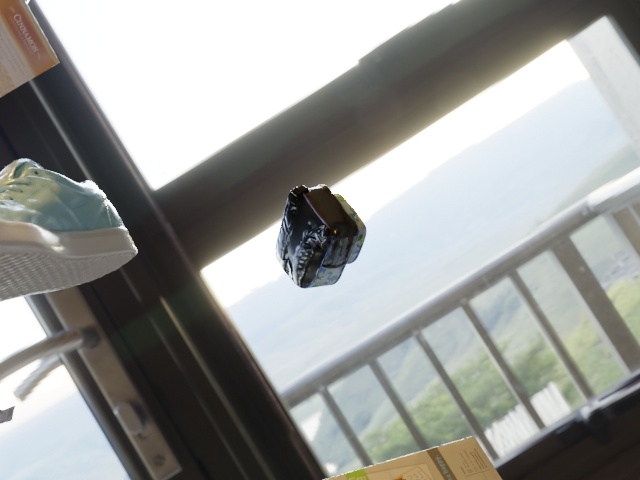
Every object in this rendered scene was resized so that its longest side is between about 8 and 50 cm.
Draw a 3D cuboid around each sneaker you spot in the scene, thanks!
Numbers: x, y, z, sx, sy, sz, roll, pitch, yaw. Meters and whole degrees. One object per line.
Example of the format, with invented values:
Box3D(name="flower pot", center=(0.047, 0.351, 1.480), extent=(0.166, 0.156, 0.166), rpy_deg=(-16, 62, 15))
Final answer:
Box3D(name="sneaker", center=(-0.357, -0.019, 1.015), extent=(0.135, 0.150, 0.366), rpy_deg=(-32, -9, 12))

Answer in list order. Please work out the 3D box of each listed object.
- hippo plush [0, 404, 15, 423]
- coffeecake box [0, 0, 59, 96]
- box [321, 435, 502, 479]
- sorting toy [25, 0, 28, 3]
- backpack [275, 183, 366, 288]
Box3D(name="hippo plush", center=(-0.447, 0.087, 0.838), extent=(0.294, 0.237, 0.234), rpy_deg=(-7, -5, -43))
Box3D(name="coffeecake box", center=(-0.360, -0.184, 0.810), extent=(0.185, 0.068, 0.142), rpy_deg=(-35, -47, -15))
Box3D(name="box", center=(0.096, 0.267, 0.814), extent=(0.186, 0.145, 0.038), rpy_deg=(-10, -46, -22))
Box3D(name="sorting toy", center=(-0.390, -0.376, 1.182), extent=(0.196, 0.047, 0.347), rpy_deg=(-60, 16, 4))
Box3D(name="backpack", center=(0.000, 0.000, 1.108), extent=(0.084, 0.105, 0.114), rpy_deg=(-6, -46, -37))
